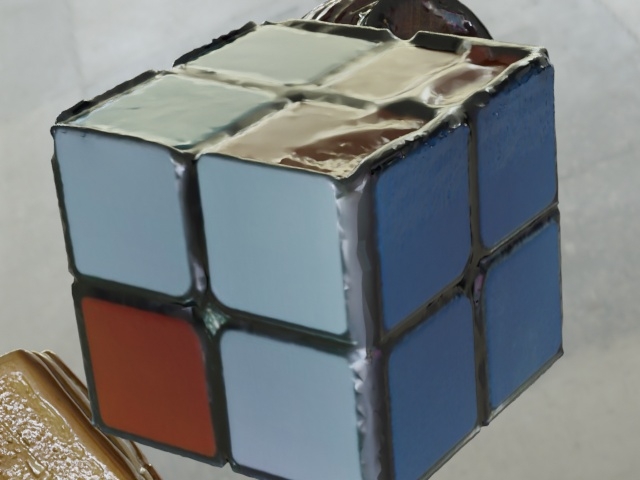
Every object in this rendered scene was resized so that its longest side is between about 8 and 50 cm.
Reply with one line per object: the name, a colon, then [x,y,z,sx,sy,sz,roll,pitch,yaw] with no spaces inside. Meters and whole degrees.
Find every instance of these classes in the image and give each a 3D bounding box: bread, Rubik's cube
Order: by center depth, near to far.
Rubik's cube: [0.000,0.001,0.785,0.180,0.167,0.183,11,27,32]
bread: [-0.237,0.191,1.474,0.116,0.200,0.077,-42,-2,20]

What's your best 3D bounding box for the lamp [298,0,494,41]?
lamp: [0.063,-0.127,1.574,0.247,0.247,0.247,-18,31,11]
